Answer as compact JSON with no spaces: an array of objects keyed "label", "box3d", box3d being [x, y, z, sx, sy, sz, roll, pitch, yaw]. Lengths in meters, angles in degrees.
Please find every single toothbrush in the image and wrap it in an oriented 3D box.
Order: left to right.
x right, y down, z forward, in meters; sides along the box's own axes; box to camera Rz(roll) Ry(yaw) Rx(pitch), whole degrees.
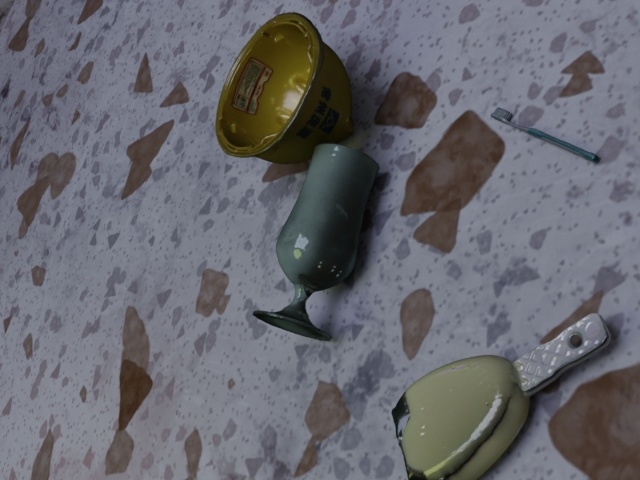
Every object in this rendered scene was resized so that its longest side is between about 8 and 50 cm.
[{"label":"toothbrush","box3d":[0.243,-0.117,1.081,0.014,0.011,0.167,-56,39,3]}]

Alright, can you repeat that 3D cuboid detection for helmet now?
[{"label":"helmet","box3d":[-0.025,-0.180,1.312,0.205,0.140,0.257,-63,33,5]}]

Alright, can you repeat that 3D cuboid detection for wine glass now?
[{"label":"wine glass","box3d":[0.000,0.000,1.224,0.103,0.103,0.231,2,68,49]}]

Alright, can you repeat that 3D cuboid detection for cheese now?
[{"label":"cheese","box3d":[0.180,0.150,0.980,0.251,0.054,0.127,-39,45,28]}]
